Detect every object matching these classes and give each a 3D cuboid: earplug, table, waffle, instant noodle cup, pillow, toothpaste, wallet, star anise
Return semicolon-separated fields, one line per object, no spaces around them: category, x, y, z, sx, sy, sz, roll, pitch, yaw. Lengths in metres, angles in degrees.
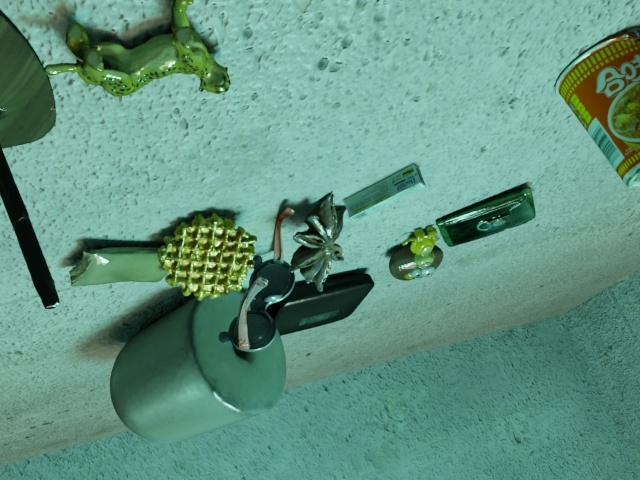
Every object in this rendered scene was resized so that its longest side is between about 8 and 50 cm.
earplug;-0.325;0.320;1.589;0.394;0.313;0.312;-27;158;30
table;-0.386;-0.057;0.648;0.317;0.249;0.317;-16;159;-6
waffle;-0.208;0.033;1.208;0.191;0.038;0.191;-6;125;-9
instant noodle cup;0.524;-0.210;1.083;0.193;0.212;0.193;-16;159;-7
pillow;-0.359;0.047;1.213;0.208;0.053;0.119;-1;155;-46
toothpaste;0.124;-0.091;1.281;0.164;0.046;0.034;-27;156;20
wallet;0.410;-0.053;1.616;0.236;0.055;0.160;-22;152;11
star anise;0.000;0.000;1.298;0.065;0.182;0.195;19;166;35

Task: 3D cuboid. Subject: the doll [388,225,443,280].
doll;0.240;0.043;1.661;0.145;0.096;0.188;-27;149;1

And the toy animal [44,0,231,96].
toy animal;-0.197;-0.193;0.726;0.181;0.073;0.136;-20;167;-5

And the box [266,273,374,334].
box;-0.015;0.182;1.816;0.288;0.073;0.290;-12;158;-19

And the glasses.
glasses;-0.123;0.066;1.283;0.118;0.234;0.268;15;143;9
